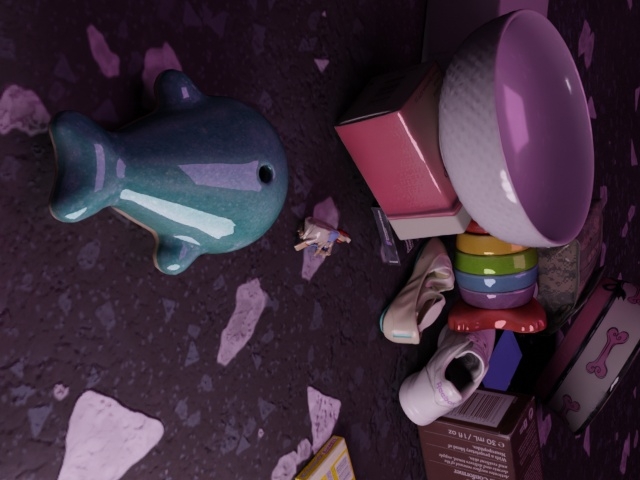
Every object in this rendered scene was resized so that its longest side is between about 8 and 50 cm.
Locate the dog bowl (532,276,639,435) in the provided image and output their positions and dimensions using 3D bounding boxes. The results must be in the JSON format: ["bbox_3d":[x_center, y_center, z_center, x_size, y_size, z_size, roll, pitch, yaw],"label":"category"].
[{"bbox_3d":[0.672,0.267,1.732,0.408,0.150,0.408,-46,157,-27],"label":"dog bowl"}]

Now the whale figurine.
[{"bbox_3d":[-0.140,-0.070,0.727,0.272,0.141,0.216,0,93,-53],"label":"whale figurine"}]

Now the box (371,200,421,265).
[{"bbox_3d":[0.151,-0.048,1.218,0.162,0.029,0.116,-45,126,-40],"label":"box"}]

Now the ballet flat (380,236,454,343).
[{"bbox_3d":[0.191,0.087,1.240,0.248,0.086,0.086,-54,133,-36],"label":"ballet flat"}]

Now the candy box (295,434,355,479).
[{"bbox_3d":[0.023,0.415,1.084,0.105,0.027,0.205,-35,120,-44],"label":"candy box"}]

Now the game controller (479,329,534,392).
[{"bbox_3d":[0.383,0.271,1.528,0.319,0.067,0.166,-49,130,-40],"label":"game controller"}]

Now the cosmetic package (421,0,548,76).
[{"bbox_3d":[0.302,-0.350,1.293,0.217,0.156,0.384,9,86,-52],"label":"cosmetic package"}]

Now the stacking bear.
[{"bbox_3d":[0.317,0.004,1.286,0.164,0.176,0.288,-47,134,-68],"label":"stacking bear"}]

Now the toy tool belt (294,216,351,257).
[{"bbox_3d":[0.000,0.000,1.010,0.083,0.052,0.051,19,108,-49],"label":"toy tool belt"}]

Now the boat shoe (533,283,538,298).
[{"bbox_3d":[0.426,0.059,1.569,0.078,0.070,0.219,-38,130,-19],"label":"boat shoe"}]

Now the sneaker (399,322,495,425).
[{"bbox_3d":[0.270,0.220,1.290,0.114,0.152,0.305,49,45,-1],"label":"sneaker"}]

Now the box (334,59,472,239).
[{"bbox_3d":[0.151,-0.137,1.101,0.232,0.127,0.148,56,48,-27],"label":"box"}]

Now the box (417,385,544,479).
[{"bbox_3d":[0.319,0.475,1.358,0.143,0.191,0.381,-37,121,-46],"label":"box"}]

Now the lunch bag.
[{"bbox_3d":[0.586,0.066,1.709,0.235,0.169,0.286,-38,128,-46],"label":"lunch bag"}]

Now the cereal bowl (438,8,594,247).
[{"bbox_3d":[0.274,-0.153,1.040,0.339,0.141,0.338,11,76,-48],"label":"cereal bowl"}]
